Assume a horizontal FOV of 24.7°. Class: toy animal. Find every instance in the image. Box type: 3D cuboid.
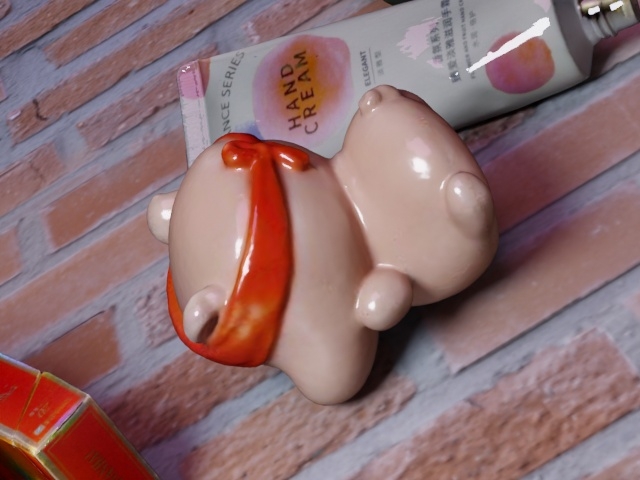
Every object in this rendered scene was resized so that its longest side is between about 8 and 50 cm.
[{"bbox_3d":[0.000,0.000,0.849,0.197,0.171,0.171,-22,37,1],"label":"toy animal"}]

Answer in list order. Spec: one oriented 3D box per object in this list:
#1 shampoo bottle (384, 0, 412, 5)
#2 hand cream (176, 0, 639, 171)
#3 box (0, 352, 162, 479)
[{"bbox_3d":[0.058,-0.238,1.116,0.101,0.101,0.284,-37,36,-5],"label":"shampoo bottle"},{"bbox_3d":[0.050,-0.113,0.993,0.340,0.078,0.124,-15,72,22],"label":"hand cream"},{"bbox_3d":[-0.170,0.117,0.867,0.175,0.112,0.048,16,57,45],"label":"box"}]
